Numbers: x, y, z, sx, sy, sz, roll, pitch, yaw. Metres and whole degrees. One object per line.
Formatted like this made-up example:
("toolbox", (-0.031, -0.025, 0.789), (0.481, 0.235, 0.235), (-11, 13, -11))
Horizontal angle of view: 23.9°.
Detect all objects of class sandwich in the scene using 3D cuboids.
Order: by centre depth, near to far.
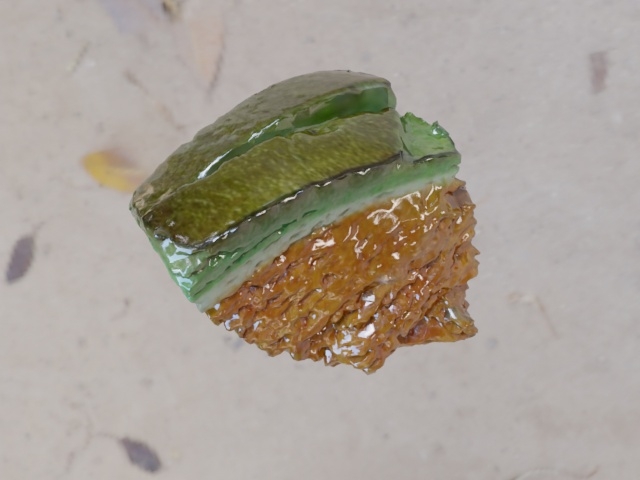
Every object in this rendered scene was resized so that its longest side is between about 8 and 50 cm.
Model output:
("sandwich", (-0.008, 0.003, 0.849), (0.109, 0.184, 0.160), (38, 147, 51))
